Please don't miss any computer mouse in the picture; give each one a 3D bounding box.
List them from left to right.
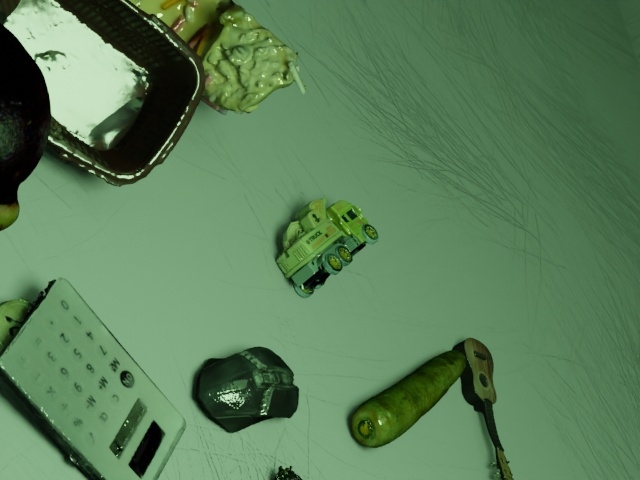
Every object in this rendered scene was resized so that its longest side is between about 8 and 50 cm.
[{"bbox_3d":[-0.089,0.195,1.524,0.192,0.062,0.106,0,64,-49],"label":"computer mouse"}]

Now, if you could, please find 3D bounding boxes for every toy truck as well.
[{"bbox_3d":[0.000,0.000,1.771,0.116,0.085,0.191,52,37,0],"label":"toy truck"}]

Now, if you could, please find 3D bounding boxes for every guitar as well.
[{"bbox_3d":[0.281,0.292,1.921,0.084,0.038,0.271,23,44,-38],"label":"guitar"}]

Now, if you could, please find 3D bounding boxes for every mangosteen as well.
[{"bbox_3d":[-0.428,-0.103,1.207,0.275,0.275,0.302,-13,110,-54],"label":"mangosteen"}]

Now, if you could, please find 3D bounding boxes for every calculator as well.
[{"bbox_3d":[-0.261,0.184,1.322,0.262,0.021,0.161,53,36,-23],"label":"calculator"}]

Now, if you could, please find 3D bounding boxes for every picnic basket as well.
[{"bbox_3d":[-0.316,-0.218,1.469,0.297,0.129,0.222,36,80,-28],"label":"picnic basket"}]

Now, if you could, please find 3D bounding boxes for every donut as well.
[{"bbox_3d":[-0.212,-0.334,1.618,0.371,0.150,0.307,43,-2,-36],"label":"donut"}]

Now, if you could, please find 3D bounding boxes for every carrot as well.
[{"bbox_3d":[0.156,0.239,1.787,0.358,0.074,0.074,-22,81,-57],"label":"carrot"}]

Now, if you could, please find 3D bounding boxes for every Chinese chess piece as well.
[{"bbox_3d":[-0.347,0.109,1.298,0.084,0.034,0.084,30,44,-33],"label":"Chinese chess piece"}]

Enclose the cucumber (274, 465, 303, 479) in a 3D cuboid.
[{"bbox_3d":[-0.001,0.371,1.507,0.181,0.053,0.053,50,35,-7],"label":"cucumber"}]
